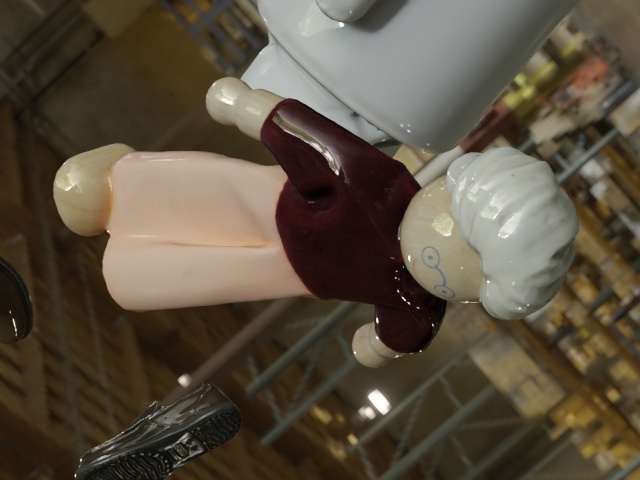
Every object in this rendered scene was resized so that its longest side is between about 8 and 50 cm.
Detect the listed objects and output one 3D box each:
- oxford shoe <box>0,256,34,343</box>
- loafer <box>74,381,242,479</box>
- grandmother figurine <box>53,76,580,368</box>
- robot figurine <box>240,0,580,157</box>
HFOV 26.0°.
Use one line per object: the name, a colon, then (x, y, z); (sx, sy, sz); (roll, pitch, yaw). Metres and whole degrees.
oxford shoe: (-0.373, 0.044, 1.430); (0.227, 0.082, 0.096); (62, -150, -42)
loafer: (-0.205, 0.249, 1.740); (0.078, 0.220, 0.080); (-118, 6, -48)
grandmother figurine: (0.000, 0.000, 0.805); (0.342, 0.104, 0.208); (0, 140, 44)
robot figurine: (0.091, -0.209, 1.066); (0.200, 0.353, 0.300); (43, -165, 11)
